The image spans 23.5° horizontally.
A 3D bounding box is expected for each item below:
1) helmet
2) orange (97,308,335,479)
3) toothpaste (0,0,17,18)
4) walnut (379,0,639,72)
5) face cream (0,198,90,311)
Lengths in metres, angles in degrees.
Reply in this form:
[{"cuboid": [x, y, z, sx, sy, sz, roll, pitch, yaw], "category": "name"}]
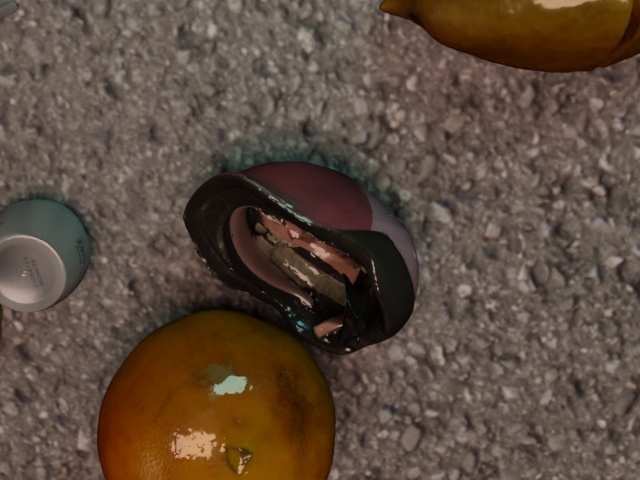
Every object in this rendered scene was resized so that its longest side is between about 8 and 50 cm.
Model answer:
[{"cuboid": [0.000, 0.000, 1.629, 0.253, 0.154, 0.198, 50, 143, -6], "category": "helmet"}, {"cuboid": [-0.111, 0.205, 1.665, 0.261, 0.261, 0.261, 1, 111, 1], "category": "orange"}, {"cuboid": [-0.405, -0.317, 1.574, 0.089, 0.057, 0.234, -22, 115, 11], "category": "toothpaste"}, {"cuboid": [0.220, -0.258, 1.502, 0.336, 0.209, 0.209, -11, 110, 14], "category": "walnut"}, {"cuboid": [-0.310, 0.017, 1.667, 0.117, 0.104, 0.117, 1, 110, 2], "category": "face cream"}]
